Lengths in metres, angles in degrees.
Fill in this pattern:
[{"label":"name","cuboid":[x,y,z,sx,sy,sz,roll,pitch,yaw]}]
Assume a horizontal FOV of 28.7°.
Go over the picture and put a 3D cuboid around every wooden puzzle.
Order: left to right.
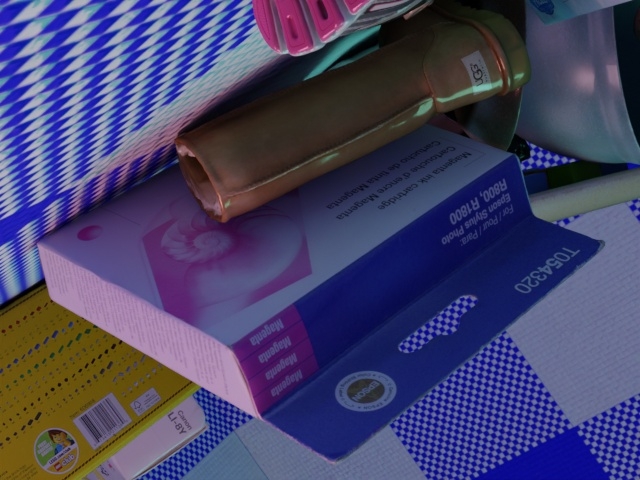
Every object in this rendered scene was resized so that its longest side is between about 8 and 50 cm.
[{"label":"wooden puzzle","cuboid":[0.230,-0.047,1.602,0.322,0.080,0.348,-15,178,-31]}]

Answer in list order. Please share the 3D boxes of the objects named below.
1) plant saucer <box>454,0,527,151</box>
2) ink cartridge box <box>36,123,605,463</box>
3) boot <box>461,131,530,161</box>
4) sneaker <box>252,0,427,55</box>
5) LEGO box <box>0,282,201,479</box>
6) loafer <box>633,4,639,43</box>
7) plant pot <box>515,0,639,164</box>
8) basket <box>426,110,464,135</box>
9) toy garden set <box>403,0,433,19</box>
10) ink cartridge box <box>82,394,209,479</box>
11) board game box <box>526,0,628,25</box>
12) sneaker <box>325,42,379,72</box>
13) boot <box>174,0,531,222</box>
[{"label":"plant saucer","cuboid":[0.147,-0.175,1.138,0.036,0.198,0.198,0,177,-6]},{"label":"ink cartridge box","cuboid":[0.000,0.000,0.997,0.330,0.071,0.324,22,-137,39]},{"label":"boot","cuboid":[0.235,-0.199,1.819,0.094,0.207,0.246,-32,178,35]},{"label":"sneaker","cuboid":[0.043,-0.148,0.606,0.170,0.063,0.075,-28,-175,40]},{"label":"LEGO box","cuboid":[-0.345,0.197,1.418,0.500,0.193,0.372,-36,-179,-42]},{"label":"loafer","cuboid":[0.469,-0.321,1.293,0.366,0.134,0.130,-49,-171,45]},{"label":"plant pot","cuboid":[0.293,-0.228,1.505,0.196,0.293,0.293,-4,-164,27]},{"label":"basket","cuboid":[0.072,-0.129,1.619,0.227,0.154,0.204,-41,155,28]},{"label":"toy garden set","cuboid":[0.135,-0.223,0.923,0.204,0.049,0.244,-35,-179,42]},{"label":"ink cartridge box","cuboid":[-0.364,0.252,2.030,0.160,0.279,0.384,-35,180,-26]},{"label":"board game box","cuboid":[0.327,-0.318,1.067,0.318,0.066,0.318,-41,-174,2]},{"label":"sneaker","cuboid":[0.032,-0.130,1.318,0.169,0.108,0.292,-34,170,-31]},{"label":"boot","cuboid":[0.005,-0.114,1.023,0.269,0.089,0.236,-26,-166,-12]}]
